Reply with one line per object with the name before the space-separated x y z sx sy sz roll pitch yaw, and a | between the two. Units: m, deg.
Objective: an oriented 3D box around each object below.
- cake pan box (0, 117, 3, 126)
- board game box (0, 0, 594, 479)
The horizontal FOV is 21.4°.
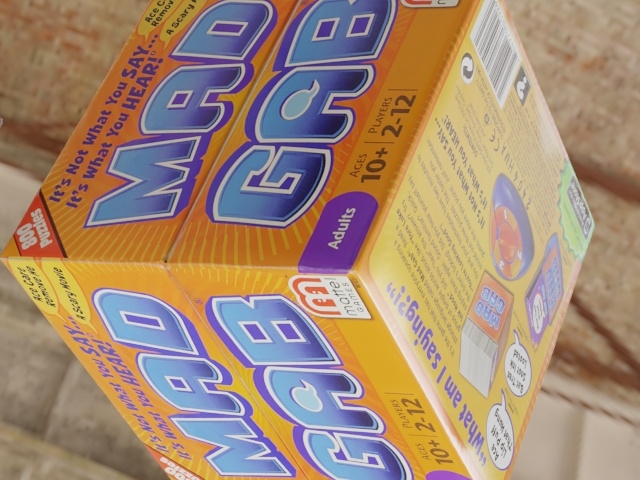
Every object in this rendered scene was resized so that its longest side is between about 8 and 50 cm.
cake pan box | -0.430 -0.084 1.425 0.267 0.070 0.245 36 -138 -16
board game box | 0.000 0.000 1.570 0.356 0.356 0.356 1 -130 30
